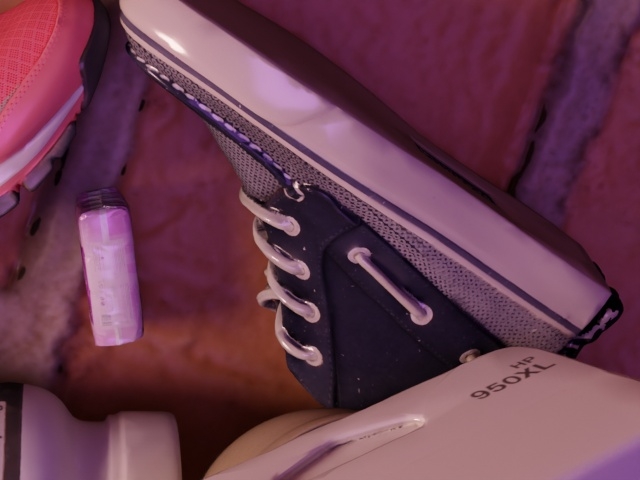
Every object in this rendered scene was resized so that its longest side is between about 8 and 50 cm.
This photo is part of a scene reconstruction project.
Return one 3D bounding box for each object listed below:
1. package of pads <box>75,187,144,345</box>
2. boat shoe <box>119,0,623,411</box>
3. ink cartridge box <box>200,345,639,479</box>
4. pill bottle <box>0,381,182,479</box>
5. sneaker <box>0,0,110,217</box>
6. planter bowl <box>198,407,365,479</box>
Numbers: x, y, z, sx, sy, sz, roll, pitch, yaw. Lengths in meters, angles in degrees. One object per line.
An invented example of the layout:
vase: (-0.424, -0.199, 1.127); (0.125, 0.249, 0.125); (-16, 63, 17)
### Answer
package of pads: (-0.121, 0.015, 0.972); (0.032, 0.050, 0.083); (-7, 106, -7)
boat shoe: (0.000, 0.000, 0.947); (0.341, 0.127, 0.158); (35, 104, -16)
ink cartridge box: (0.079, 0.290, 0.848); (0.286, 0.166, 0.394); (-22, 106, -26)
pill bottle: (-0.221, 0.160, 0.941); (0.279, 0.162, 0.162); (1, 105, -10)
sneaker: (-0.257, -0.055, 0.880); (0.314, 0.116, 0.136); (-32, 126, 1)
planter bowl: (-0.010, 0.164, 0.941); (0.162, 0.109, 0.162); (-5, 100, -29)
